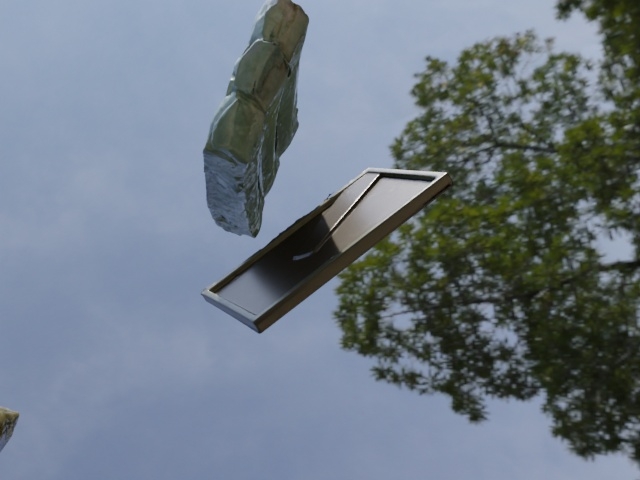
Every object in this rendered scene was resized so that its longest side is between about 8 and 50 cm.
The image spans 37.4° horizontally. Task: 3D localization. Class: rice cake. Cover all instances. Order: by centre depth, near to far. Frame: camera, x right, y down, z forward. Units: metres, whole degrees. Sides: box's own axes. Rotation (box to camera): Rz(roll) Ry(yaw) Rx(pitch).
[{"bbox_3d":[-0.043,-0.077,0.646,0.038,0.211,0.124,20,-108,1],"label":"rice cake"}]

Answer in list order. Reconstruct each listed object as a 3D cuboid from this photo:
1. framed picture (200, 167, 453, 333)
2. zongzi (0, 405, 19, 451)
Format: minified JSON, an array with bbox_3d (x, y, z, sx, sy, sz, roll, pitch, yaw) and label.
[{"bbox_3d":[0.000,0.000,0.591,0.149,0.109,0.011,-37,-71,-15],"label":"framed picture"},{"bbox_3d":[-0.178,0.179,0.171,0.317,0.154,0.289,6,-99,-54],"label":"zongzi"}]
